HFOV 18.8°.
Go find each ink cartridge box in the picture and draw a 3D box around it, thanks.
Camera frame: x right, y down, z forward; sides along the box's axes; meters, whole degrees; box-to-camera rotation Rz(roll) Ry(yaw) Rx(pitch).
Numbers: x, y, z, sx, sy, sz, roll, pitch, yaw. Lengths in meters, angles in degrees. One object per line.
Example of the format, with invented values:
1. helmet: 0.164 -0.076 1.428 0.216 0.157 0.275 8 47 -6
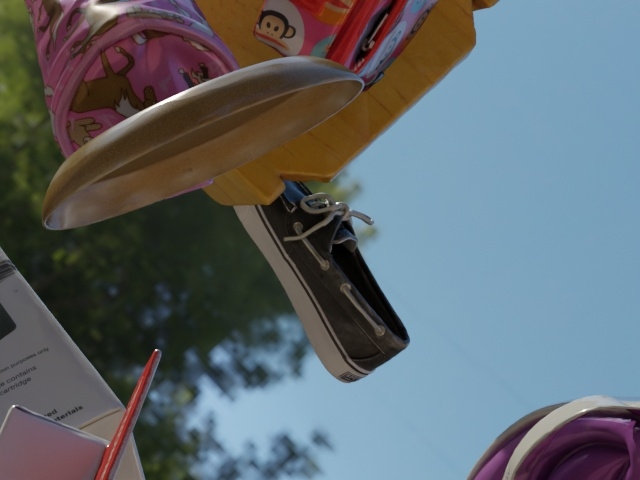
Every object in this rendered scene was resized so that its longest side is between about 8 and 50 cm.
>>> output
1. ink cartridge box: -0.234 0.127 1.368 0.289 0.121 0.211 45 -25 42
2. ink cartridge box: -0.174 0.215 0.931 0.066 0.296 0.261 21 -32 -3

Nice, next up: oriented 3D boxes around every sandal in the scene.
1. sandal: 0.164 0.169 1.172 0.416 0.102 0.169 -32 -119 59

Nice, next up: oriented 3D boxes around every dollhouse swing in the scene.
1. dollhouse swing: -0.052 -0.196 2.050 0.315 0.347 0.305 45 -20 5

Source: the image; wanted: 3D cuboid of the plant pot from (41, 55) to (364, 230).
1. plant pot: -0.084 -0.070 1.299 0.032 0.236 0.236 66 -20 4

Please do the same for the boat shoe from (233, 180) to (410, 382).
1. boat shoe: -0.002 0.000 2.107 0.113 0.105 0.306 1 59 -59

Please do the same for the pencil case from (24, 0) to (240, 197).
1. pencil case: -0.169 -0.181 1.585 0.167 0.160 0.386 25 20 -28

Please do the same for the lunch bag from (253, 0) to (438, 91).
1. lunch bag: 0.057 -0.277 1.715 0.120 0.293 0.258 33 9 10
